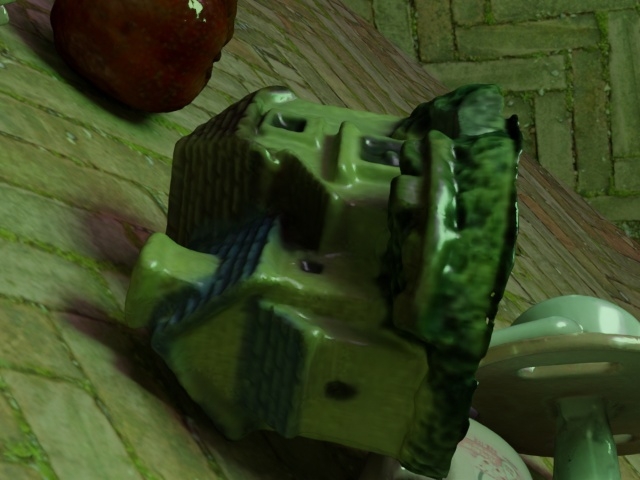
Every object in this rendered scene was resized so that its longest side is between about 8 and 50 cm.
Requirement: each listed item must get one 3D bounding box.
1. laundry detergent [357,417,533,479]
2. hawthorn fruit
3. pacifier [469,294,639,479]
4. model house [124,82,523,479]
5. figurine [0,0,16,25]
[{"bbox_3d":[0.090,0.231,0.969,0.159,0.088,0.335,31,18,3],"label":"laundry detergent"},{"bbox_3d":[-0.211,-0.254,1.385,0.243,0.207,0.207,26,18,-2],"label":"hawthorn fruit"},{"bbox_3d":[0.243,0.173,1.211,0.273,0.220,0.332,51,-3,30],"label":"pacifier"},{"bbox_3d":[0.000,0.000,1.021,0.266,0.261,0.321,10,29,1],"label":"model house"},{"bbox_3d":[-0.372,-0.255,1.157,0.195,0.111,0.102,46,56,1],"label":"figurine"}]
